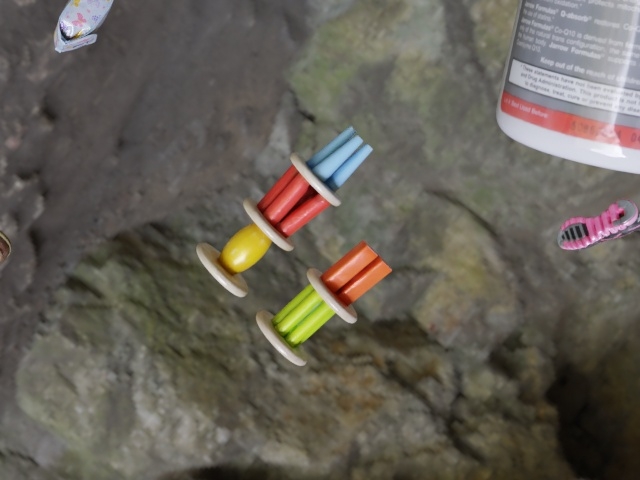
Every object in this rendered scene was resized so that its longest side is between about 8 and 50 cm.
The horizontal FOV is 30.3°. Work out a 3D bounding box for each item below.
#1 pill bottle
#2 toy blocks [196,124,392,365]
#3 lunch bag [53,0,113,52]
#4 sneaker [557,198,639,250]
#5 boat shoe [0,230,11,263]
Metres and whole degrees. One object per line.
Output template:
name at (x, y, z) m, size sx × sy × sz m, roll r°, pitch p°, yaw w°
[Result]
pill bottle at (0.295, -0.257, 1.072) m, size 0.210 × 0.210 × 0.363 m, roll -33°, pitch 136°, yaw -66°
toy blocks at (0.000, 0.000, 0.871) m, size 0.148 × 0.123 × 0.054 m, roll -43°, pitch 172°, yaw 8°
lunch bag at (-0.290, -0.265, 1.428) m, size 0.083 × 0.053 × 0.071 m, roll -57°, pitch -167°, yaw -11°
sneaker at (0.364, -0.013, 1.521) m, size 0.119 × 0.047 × 0.057 m, roll -22°, pitch 152°, yaw 36°
boat shoe at (-0.448, -0.002, 1.355) m, size 0.060 × 0.178 × 0.064 m, roll -83°, pitch -165°, yaw -50°
